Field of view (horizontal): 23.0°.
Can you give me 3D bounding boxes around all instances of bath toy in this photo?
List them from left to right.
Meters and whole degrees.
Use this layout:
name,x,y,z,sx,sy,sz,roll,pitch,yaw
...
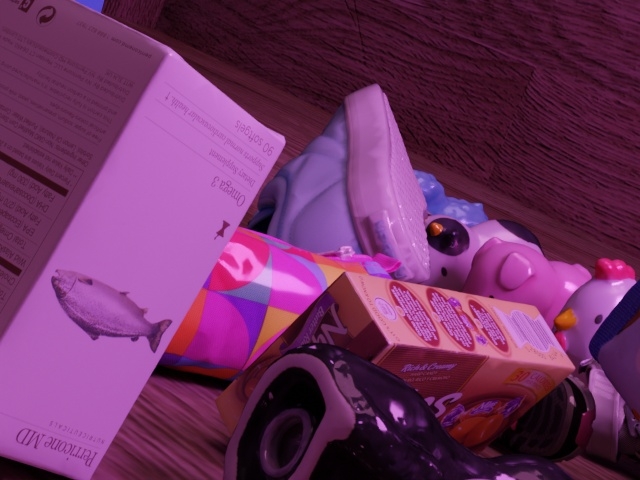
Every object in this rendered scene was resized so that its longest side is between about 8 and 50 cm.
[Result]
name,x,y,z,sx,sy,sz,roll,pitch,yaw
bath toy,0.173,0.037,1.392,0.151,0.129,0.348,-20,27,-22

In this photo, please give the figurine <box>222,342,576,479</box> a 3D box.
name,x,y,z,sx,sy,sz,roll,pitch,yaw
figurine,0.094,0.142,0.715,0.209,0.092,0.215,21,9,-36

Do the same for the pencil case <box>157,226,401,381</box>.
name,x,y,z,sx,sy,sz,roll,pitch,yaw
pencil case,-0.060,0.033,0.937,0.236,0.104,0.104,14,12,-37

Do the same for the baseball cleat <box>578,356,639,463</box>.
name,x,y,z,sx,sy,sz,roll,pitch,yaw
baseball cleat,0.252,0.153,1.118,0.109,0.072,0.206,-17,38,-12

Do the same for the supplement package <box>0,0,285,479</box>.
name,x,y,z,sx,sy,sz,roll,pitch,yaw
supplement package,-0.118,-0.003,0.682,0.105,0.179,0.105,28,-3,32

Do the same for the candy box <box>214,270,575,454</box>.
name,x,y,z,sx,sy,sz,roll,pitch,yaw
candy box,0.045,0.078,0.855,0.187,0.109,0.053,11,40,-52

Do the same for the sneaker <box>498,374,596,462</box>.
name,x,y,z,sx,sy,sz,roll,pitch,yaw
sneaker,0.114,0.102,1.063,0.075,0.063,0.170,17,5,-33

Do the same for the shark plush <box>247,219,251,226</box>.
name,x,y,z,sx,sy,sz,roll,pitch,yaw
shark plush,0.000,0.000,1.441,0.067,0.073,0.161,51,-11,-27

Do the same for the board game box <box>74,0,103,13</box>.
name,x,y,z,sx,sy,sz,roll,pitch,yaw
board game box,-0.371,-0.216,1.157,0.308,0.086,0.302,30,26,30

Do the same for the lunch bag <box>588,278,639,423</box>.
name,x,y,z,sx,sy,sz,roll,pitch,yaw
lunch bag,0.410,0.137,0.930,0.385,0.239,0.328,29,19,-23

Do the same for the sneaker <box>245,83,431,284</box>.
name,x,y,z,sx,sy,sz,roll,pitch,yaw
sneaker,0.004,-0.038,1.323,0.150,0.135,0.366,-19,12,8
